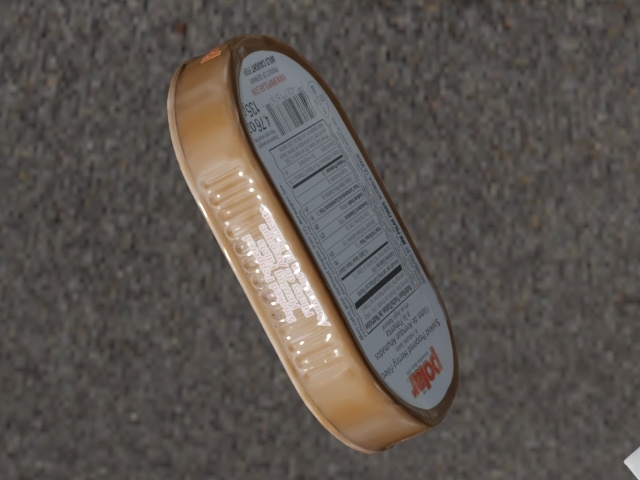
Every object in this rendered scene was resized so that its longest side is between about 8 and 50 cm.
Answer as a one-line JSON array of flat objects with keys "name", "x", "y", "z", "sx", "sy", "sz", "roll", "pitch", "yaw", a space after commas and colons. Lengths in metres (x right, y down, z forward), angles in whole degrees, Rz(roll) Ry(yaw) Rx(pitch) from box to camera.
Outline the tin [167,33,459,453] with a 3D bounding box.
[{"name": "tin", "x": 0.000, "y": 0.000, "z": 0.778, "sx": 0.040, "sy": 0.106, "sz": 0.189, "roll": -25, "pitch": 95, "yaw": 31}]

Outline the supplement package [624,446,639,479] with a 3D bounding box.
[{"name": "supplement package", "x": 0.295, "y": 0.095, "z": 0.721, "sx": 0.262, "sy": 0.204, "sz": 0.145, "roll": -41, "pitch": 124, "yaw": 5}]
